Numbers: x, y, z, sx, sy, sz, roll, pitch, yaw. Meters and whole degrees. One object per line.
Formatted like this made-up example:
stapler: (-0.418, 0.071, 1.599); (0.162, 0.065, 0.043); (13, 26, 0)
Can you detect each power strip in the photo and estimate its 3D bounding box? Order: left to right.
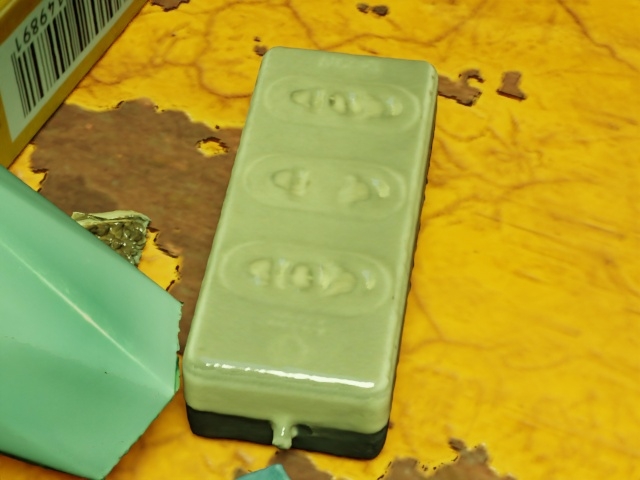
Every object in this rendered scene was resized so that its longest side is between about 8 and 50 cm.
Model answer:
power strip: (0.000, 0.000, 0.762); (0.105, 0.070, 0.256); (6, 50, 6)

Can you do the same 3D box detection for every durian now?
durian: (-0.146, 0.018, 0.778); (0.130, 0.052, 0.066); (-21, 13, -21)

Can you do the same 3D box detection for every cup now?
cup: (-0.183, 0.017, 0.640); (0.134, 0.236, 0.148); (-47, 37, 8)

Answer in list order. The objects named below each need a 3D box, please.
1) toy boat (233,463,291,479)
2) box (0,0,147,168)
toy boat: (-0.094, 0.185, 0.593); (0.238, 0.098, 0.109); (-22, 9, -8)
box: (-0.310, -0.099, 0.822); (0.264, 0.115, 0.415); (19, 51, 15)
